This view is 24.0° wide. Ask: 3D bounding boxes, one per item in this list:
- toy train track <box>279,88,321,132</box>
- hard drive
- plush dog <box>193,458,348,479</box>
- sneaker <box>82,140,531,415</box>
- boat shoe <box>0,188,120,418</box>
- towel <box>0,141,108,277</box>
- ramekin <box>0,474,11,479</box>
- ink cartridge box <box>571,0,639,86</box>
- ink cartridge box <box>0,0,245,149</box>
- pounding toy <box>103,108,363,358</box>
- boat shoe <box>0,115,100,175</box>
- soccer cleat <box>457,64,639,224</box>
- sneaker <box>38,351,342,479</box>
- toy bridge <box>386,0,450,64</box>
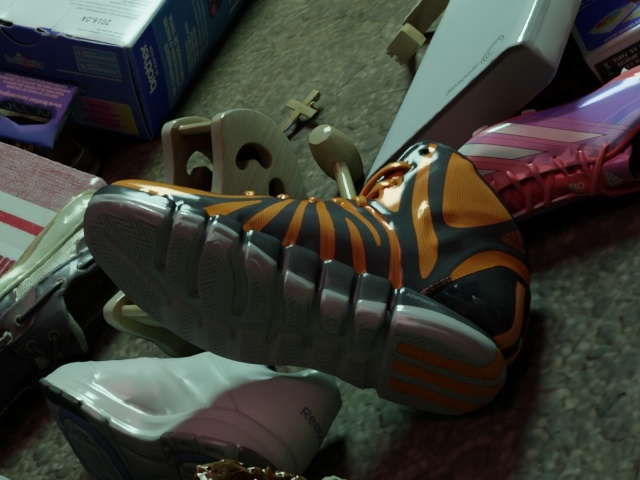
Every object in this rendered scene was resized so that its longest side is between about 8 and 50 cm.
[{"bbox_3d":[-0.028,-0.116,1.507,0.083,0.014,0.048,-48,38,-8],"label":"toy train track"},{"bbox_3d":[0.163,-0.207,1.315,0.233,0.047,0.353,-43,17,48],"label":"hard drive"},{"bbox_3d":[-0.040,0.232,0.863,0.210,0.262,0.225,40,87,26],"label":"plush dog"},{"bbox_3d":[0.000,0.000,1.098,0.321,0.124,0.180,21,50,4],"label":"sneaker"},{"bbox_3d":[-0.254,0.077,1.390,0.092,0.103,0.285,24,60,20],"label":"boat shoe"},{"bbox_3d":[-0.390,0.024,1.473,0.237,0.037,0.329,19,54,26],"label":"towel"},{"bbox_3d":[-0.287,0.264,1.061,0.207,0.207,0.109,-31,39,10],"label":"ramekin"},{"bbox_3d":[0.305,-0.232,1.285,0.206,0.045,0.208,-29,29,14],"label":"ink cartridge box"},{"bbox_3d":[-0.263,-0.275,1.748,0.270,0.151,0.395,13,49,20],"label":"ink cartridge box"},{"bbox_3d":[-0.058,-0.025,1.267,0.155,0.154,0.269,-4,43,43],"label":"pounding toy"},{"bbox_3d":[-0.330,-0.103,1.746,0.073,0.073,0.207,-48,33,-21],"label":"boat shoe"},{"bbox_3d":[0.188,-0.058,1.137,0.248,0.083,0.095,-27,36,12],"label":"soccer cleat"},{"bbox_3d":[-0.102,0.137,1.162,0.297,0.111,0.129,9,40,43],"label":"sneaker"},{"bbox_3d":[0.105,-0.227,1.488,0.063,0.026,0.188,-49,7,44],"label":"toy bridge"}]
